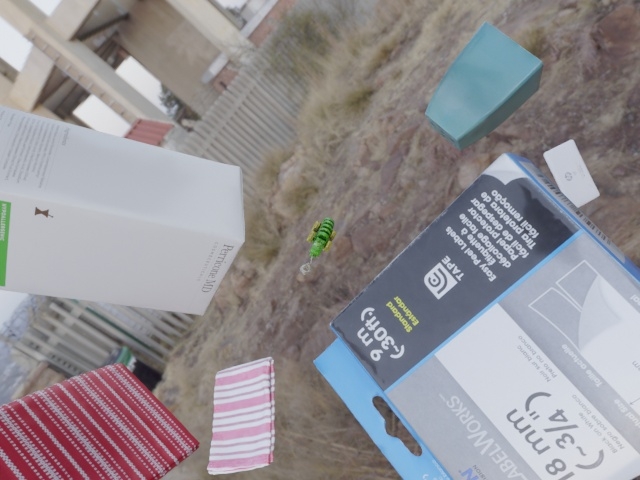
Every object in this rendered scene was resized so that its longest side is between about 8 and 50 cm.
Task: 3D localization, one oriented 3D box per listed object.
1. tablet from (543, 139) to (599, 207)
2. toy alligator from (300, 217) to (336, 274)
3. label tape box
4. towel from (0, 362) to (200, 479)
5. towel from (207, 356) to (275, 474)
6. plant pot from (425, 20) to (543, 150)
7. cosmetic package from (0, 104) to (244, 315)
[{"bbox_3d":[0.329,-0.086,0.662,0.054,0.083,0.006,-25,-2,-18],"label":"tablet"},{"bbox_3d":[0.000,0.000,1.177,0.051,0.056,0.190,-56,7,44],"label":"toy alligator"},{"bbox_3d":[0.139,0.126,0.465,0.334,0.241,0.106,-48,-18,25],"label":"label tape box"},{"bbox_3d":[-0.308,0.267,0.663,0.031,0.199,0.275,-56,-16,17],"label":"towel"},{"bbox_3d":[-0.147,0.324,0.946,0.144,0.029,0.197,-22,53,27],"label":"towel"},{"bbox_3d":[0.370,-0.343,1.198,0.234,0.165,0.165,-48,-17,11],"label":"plant pot"},{"bbox_3d":[-0.305,-0.031,0.678,0.197,0.365,0.155,-56,32,40],"label":"cosmetic package"}]
